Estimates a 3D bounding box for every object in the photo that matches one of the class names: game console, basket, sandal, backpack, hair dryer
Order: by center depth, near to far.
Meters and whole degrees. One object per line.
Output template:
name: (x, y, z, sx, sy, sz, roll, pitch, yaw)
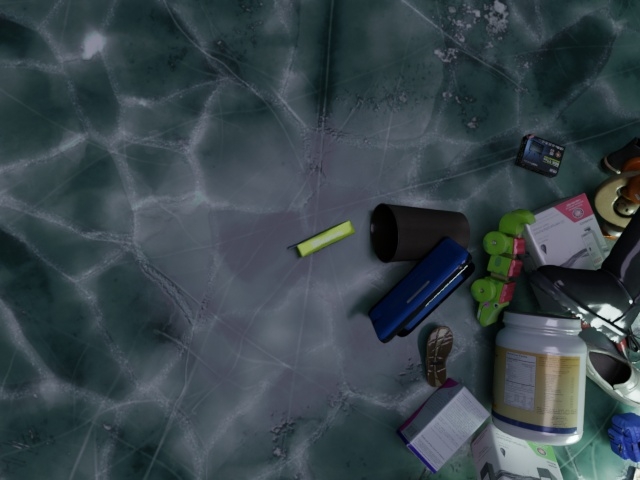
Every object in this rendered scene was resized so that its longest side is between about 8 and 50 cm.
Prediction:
game console: (0.283, 0.153, 1.247, 0.173, 0.250, 0.293, 42, 98, -12)
basket: (0.275, -0.018, 1.336, 0.226, 0.204, 0.154, 1, 109, -14)
sandal: (0.329, 0.325, 1.388, 0.072, 0.049, 0.180, 3, 102, -1)
backpack: (0.888, 0.562, 1.409, 0.101, 0.098, 0.120, -8, 89, -3)
hair dryer: (0.857, 0.244, 1.430, 0.293, 0.080, 0.224, 6, 87, -6)

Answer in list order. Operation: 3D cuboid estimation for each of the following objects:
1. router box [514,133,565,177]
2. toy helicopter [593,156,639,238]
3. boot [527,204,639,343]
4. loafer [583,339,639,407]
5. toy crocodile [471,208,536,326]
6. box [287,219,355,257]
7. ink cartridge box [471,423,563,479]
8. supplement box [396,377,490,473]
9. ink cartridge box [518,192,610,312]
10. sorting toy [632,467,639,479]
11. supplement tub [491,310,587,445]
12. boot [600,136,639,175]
router box: (0.650, -0.249, 1.451, 0.122, 0.038, 0.092, 18, 86, -5)
toy helicopter: (0.937, -0.050, 1.409, 0.355, 0.140, 0.235, 37, 127, -6)
boot: (0.767, 0.003, 1.218, 0.366, 0.146, 0.445, 28, 104, -29)
loafer: (0.853, 0.392, 1.405, 0.319, 0.111, 0.112, 29, 85, -4)
toy crocodile: (0.503, 0.078, 1.350, 0.115, 0.105, 0.341, -1, 107, -44)
box: (0.000, 0.000, 1.333, 0.178, 0.109, 0.043, -25, 92, -7)
ink cartridge box: (0.523, 0.645, 1.272, 0.198, 0.273, 0.115, 20, 120, -5)
supplement box: (0.333, 0.501, 1.344, 0.220, 0.111, 0.114, -44, 93, -6)
ink cartridge box: (0.694, 0.037, 1.402, 0.207, 0.117, 0.283, -24, 90, -7)
sorting toy: (0.943, 0.721, 1.449, 0.062, 0.012, 0.083, 20, 82, -10)
supplement tub: (0.586, 0.357, 1.320, 0.228, 0.228, 0.317, 5, 86, -6)
boot: (0.950, -0.227, 1.427, 0.197, 0.137, 0.077, 11, 66, -7)
